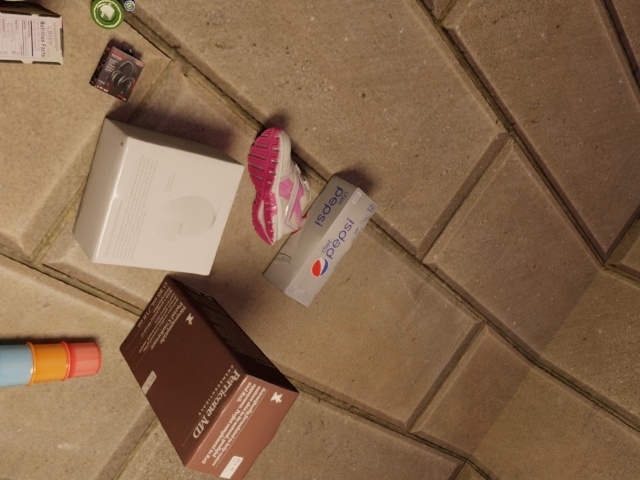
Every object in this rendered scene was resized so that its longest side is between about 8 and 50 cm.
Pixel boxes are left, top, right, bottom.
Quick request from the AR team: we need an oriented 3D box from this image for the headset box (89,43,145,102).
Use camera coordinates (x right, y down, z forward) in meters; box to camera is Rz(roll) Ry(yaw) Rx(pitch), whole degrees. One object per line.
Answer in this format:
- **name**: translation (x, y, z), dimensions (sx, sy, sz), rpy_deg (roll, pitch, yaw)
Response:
- **headset box**: translation (-0.340, -0.285, 1.053), dimensions (0.062, 0.032, 0.083), rpy_deg (23, 99, -42)

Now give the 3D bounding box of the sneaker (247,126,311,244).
- **sneaker**: translation (-0.079, -0.119, 1.300), dimensions (0.111, 0.103, 0.252), rpy_deg (-20, 130, -33)

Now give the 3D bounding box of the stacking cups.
- **stacking cups**: translation (-0.560, 0.221, 1.121), dimensions (0.316, 0.096, 0.096), rpy_deg (3, 110, -44)

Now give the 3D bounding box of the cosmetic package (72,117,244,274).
- **cosmetic package**: translation (-0.293, -0.073, 1.126), dimensions (0.224, 0.138, 0.224), rpy_deg (10, 106, -41)

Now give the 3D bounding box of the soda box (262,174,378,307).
- **soda box**: translation (0.000, 0.000, 1.413), dimensions (0.091, 0.098, 0.286), rpy_deg (36, 89, -44)

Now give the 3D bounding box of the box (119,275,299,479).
- **box**: translation (-0.224, 0.244, 1.175), dimensions (0.143, 0.381, 0.191), rpy_deg (32, 91, -42)

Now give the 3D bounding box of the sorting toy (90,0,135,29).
- **sorting toy**: translation (-0.329, -0.391, 1.007), dimensions (0.061, 0.042, 0.102), rpy_deg (19, 113, -26)

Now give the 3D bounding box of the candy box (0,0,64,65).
- **candy box**: translation (-0.489, -0.291, 0.851), dimensions (0.233, 0.159, 0.071), rpy_deg (-8, 118, -35)
